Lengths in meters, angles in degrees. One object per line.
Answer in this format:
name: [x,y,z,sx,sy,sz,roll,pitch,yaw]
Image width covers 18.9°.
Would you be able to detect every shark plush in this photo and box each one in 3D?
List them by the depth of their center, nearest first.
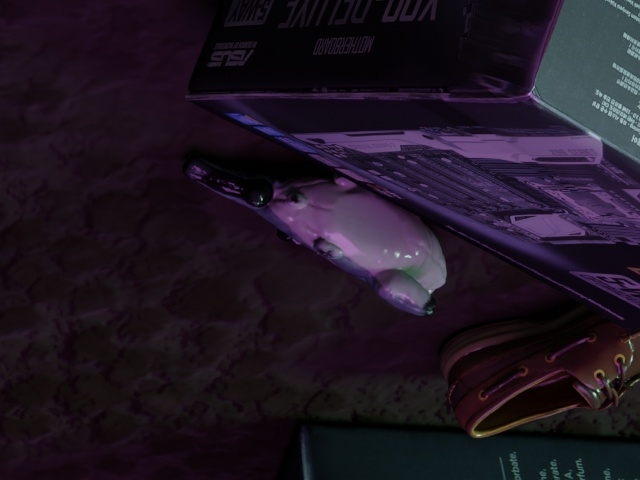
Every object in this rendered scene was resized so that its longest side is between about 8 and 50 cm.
shark plush: [0.000,0.000,1.006,0.161,0.073,0.067,10,167,-27]

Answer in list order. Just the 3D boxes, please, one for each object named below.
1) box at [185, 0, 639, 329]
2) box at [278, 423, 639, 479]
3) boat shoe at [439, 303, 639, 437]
box: [0.131,-0.035,0.864,0.307,0.076,0.242,26,169,-34]
box: [0.150,0.294,1.249,0.396,0.212,0.293,5,139,-15]
boat shoe: [0.158,0.071,1.105,0.178,0.060,0.064,-17,139,10]
